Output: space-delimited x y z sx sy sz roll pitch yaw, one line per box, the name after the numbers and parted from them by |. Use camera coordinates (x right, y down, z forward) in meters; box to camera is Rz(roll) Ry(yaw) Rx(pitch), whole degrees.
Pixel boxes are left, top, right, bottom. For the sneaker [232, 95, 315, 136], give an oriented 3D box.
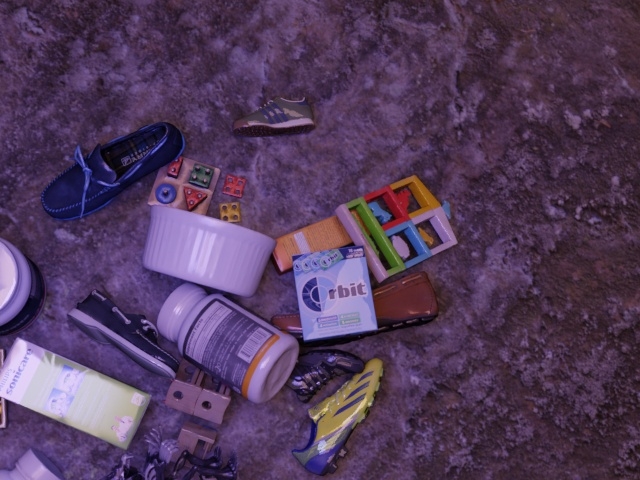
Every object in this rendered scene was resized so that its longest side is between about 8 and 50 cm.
-0.111 -0.293 2.020 0.192 0.064 0.086 -4 72 -9 | sneaker

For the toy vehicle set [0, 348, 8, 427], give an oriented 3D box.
-0.794 0.321 1.816 0.267 0.035 0.166 -5 80 -9 | toy vehicle set

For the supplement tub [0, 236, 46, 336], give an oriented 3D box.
-0.671 0.092 1.755 0.191 0.272 0.191 1 79 -7 | supplement tub

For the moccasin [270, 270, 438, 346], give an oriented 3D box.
0.072 0.144 1.922 0.380 0.139 0.147 -13 75 -8 | moccasin

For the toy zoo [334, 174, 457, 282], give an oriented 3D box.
0.191 -0.038 1.971 0.293 0.030 0.192 -24 78 -38 | toy zoo

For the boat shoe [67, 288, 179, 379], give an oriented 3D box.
-0.399 0.189 1.813 0.302 0.114 0.091 27 64 24 | boat shoe

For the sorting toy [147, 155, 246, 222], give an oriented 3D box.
-0.299 -0.121 1.965 0.274 0.046 0.132 18 78 -5 | sorting toy

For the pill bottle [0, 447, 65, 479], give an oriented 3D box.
-0.633 0.537 1.749 0.131 0.131 0.229 44 77 2 | pill bottle

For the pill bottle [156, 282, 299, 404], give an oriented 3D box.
-0.197 0.209 1.826 0.278 0.162 0.162 29 76 21 | pill bottle

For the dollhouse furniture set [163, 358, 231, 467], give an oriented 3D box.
-0.273 0.365 1.857 0.129 0.129 0.183 21 107 -4 | dollhouse furniture set

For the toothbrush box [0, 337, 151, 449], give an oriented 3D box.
-0.500 0.308 1.756 0.283 0.206 0.122 24 76 -10 | toothbrush box

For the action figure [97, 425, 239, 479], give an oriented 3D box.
-0.311 0.441 1.704 0.276 0.164 0.141 3 95 -31 | action figure

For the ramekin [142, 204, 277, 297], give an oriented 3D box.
-0.241 0.027 1.835 0.277 0.277 0.135 16 85 -5 | ramekin

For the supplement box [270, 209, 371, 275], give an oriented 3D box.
0.000 0.000 1.969 0.233 0.078 0.080 -24 84 -11 | supplement box

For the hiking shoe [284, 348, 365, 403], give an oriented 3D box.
-0.014 0.299 1.909 0.227 0.086 0.114 -1 90 8 | hiking shoe

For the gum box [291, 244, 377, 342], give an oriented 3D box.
0.029 0.112 1.832 0.157 0.041 0.184 -8 75 -1 | gum box

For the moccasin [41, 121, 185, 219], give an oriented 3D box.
-0.467 -0.172 1.897 0.342 0.117 0.137 -35 76 -4 | moccasin

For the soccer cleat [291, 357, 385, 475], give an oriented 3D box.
0.041 0.371 1.898 0.121 0.093 0.289 29 75 9 | soccer cleat
